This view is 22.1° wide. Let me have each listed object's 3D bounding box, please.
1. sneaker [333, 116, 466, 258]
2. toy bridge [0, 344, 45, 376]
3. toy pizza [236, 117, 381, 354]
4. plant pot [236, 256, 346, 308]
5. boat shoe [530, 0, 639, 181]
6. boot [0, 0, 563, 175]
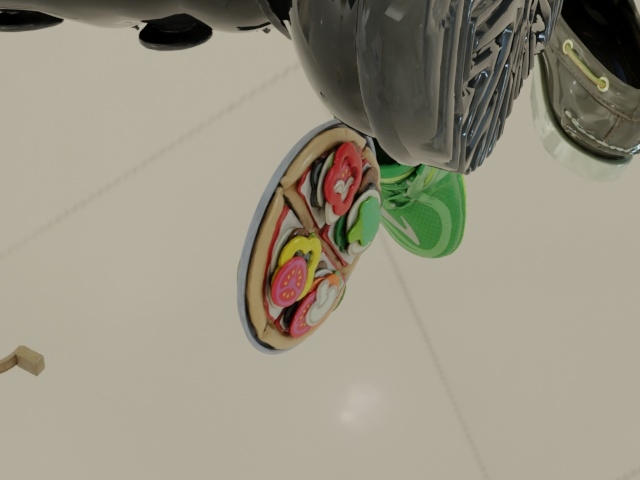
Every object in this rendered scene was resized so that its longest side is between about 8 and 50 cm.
[{"bbox_3d":[0.065,-0.084,1.599,0.109,0.295,0.123,-7,41,19],"label":"sneaker"},{"bbox_3d":[-0.384,0.184,1.799,0.063,0.026,0.188,25,53,19],"label":"toy bridge"},{"bbox_3d":[0.000,0.000,1.311,0.032,0.201,0.201,21,85,25],"label":"toy pizza"},{"bbox_3d":[-0.020,0.035,1.512,0.079,0.083,0.083,18,84,41],"label":"plant pot"},{"bbox_3d":[0.213,-0.185,1.340,0.091,0.109,0.305,123,150,-41],"label":"boat shoe"},{"bbox_3d":[-0.119,-0.151,0.789,0.445,0.367,0.146,11,103,12],"label":"boot"}]
